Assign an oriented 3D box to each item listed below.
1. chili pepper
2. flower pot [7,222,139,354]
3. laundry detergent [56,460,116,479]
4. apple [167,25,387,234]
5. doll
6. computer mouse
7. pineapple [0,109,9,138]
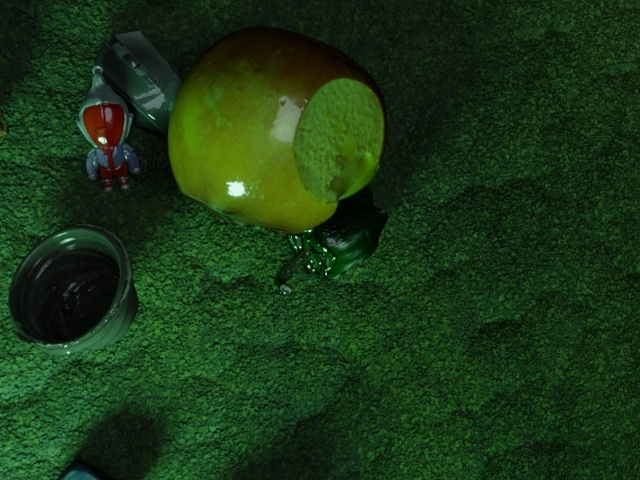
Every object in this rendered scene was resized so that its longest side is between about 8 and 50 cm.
[{"bbox_3d":[0.000,0.000,1.675,0.261,0.174,0.165,-30,96,-22],"label":"chili pepper"},{"bbox_3d":[-0.405,0.101,1.533,0.235,0.235,0.140,-51,148,-11],"label":"flower pot"},{"bbox_3d":[-0.463,0.542,1.566,0.143,0.094,0.290,39,79,-19],"label":"laundry detergent"},{"bbox_3d":[-0.074,-0.175,1.554,0.384,0.374,0.374,26,82,-14],"label":"apple"},{"bbox_3d":[-0.384,-0.200,1.595,0.102,0.075,0.227,-11,103,-9],"label":"doll"},{"bbox_3d":[-0.312,-0.285,1.621,0.126,0.071,0.231,-42,102,-14],"label":"computer mouse"},{"bbox_3d":[-0.657,-0.186,1.484,0.248,0.128,0.128,-21,97,-13],"label":"pineapple"}]
